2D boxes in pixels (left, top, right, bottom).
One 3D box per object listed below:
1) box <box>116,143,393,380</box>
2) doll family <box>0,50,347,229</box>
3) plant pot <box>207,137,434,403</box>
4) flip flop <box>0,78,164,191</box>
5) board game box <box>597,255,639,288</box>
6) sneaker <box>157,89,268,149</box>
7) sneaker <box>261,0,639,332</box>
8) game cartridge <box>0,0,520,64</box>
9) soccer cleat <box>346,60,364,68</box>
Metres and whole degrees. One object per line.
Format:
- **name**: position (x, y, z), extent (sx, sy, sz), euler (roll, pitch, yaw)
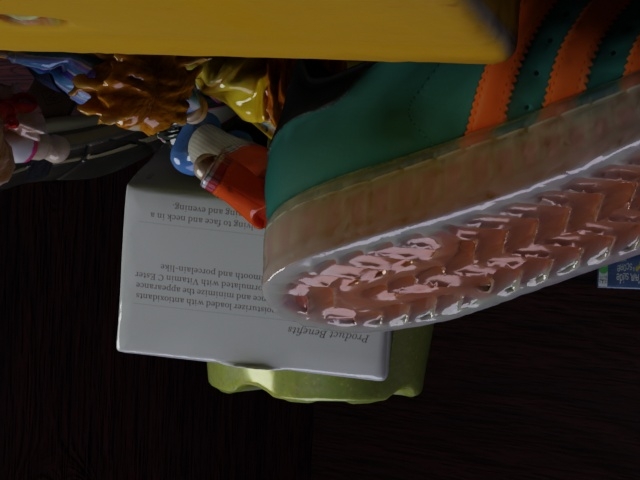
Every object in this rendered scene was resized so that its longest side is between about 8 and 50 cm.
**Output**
- **box**: position (-0.034, 0.008, 1.078), extent (0.181, 0.119, 0.182), euler (6, -166, 2)
- **doll family**: position (-0.077, -0.069, 0.688), extent (0.263, 0.118, 0.163), euler (9, -167, -31)
- **plant pot**: position (0.000, 0.000, 1.292), extent (0.276, 0.253, 0.276), euler (3, -179, 0)
- **flip flop**: position (-0.196, -0.085, 1.105), extent (0.277, 0.080, 0.112), euler (-17, 171, -24)
- **board game box**: position (0.357, 0.029, 1.369), extent (0.136, 0.035, 0.201), euler (3, 178, -24)
- **sneaker**: position (-0.081, -0.085, 1.001), extent (0.072, 0.077, 0.178), euler (3, -179, 39)
- **sneaker**: position (0.108, -0.062, 0.551), extent (0.302, 0.121, 0.108), euler (-16, 151, 24)
- **game cartridge**: position (-0.103, -0.089, 0.392), extent (0.285, 0.052, 0.324), euler (3, 179, 11)
- **soccer cleat**: position (0.043, -0.070, 0.926), extent (0.121, 0.093, 0.289), euler (5, -179, -9)
